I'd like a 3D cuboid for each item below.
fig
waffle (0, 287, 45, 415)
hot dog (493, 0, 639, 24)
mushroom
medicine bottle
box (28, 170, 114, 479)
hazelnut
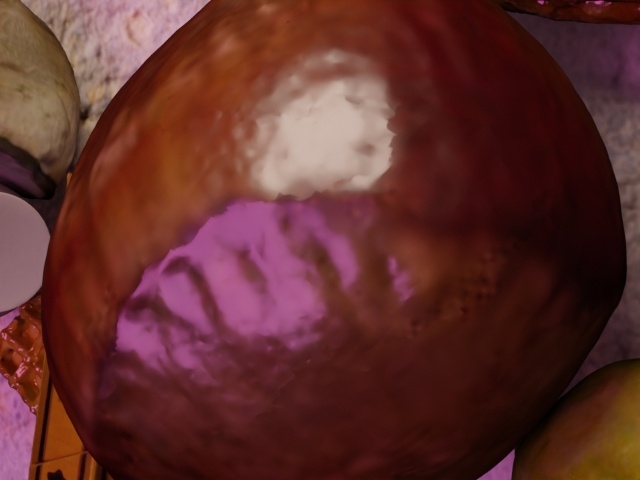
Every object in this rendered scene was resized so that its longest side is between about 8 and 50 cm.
[{"bbox_3d":[0.223,0.196,1.167,0.314,0.233,0.233,-19,83,48],"label":"fig"},{"bbox_3d":[-0.214,0.079,1.616,0.160,0.055,0.211,44,121,28],"label":"waffle"},{"bbox_3d":[0.174,-0.289,1.170,0.388,0.174,0.267,17,116,37],"label":"hot dog"},{"bbox_3d":[-0.310,-0.145,1.596,0.267,0.190,0.164,-5,61,67],"label":"mushroom"},{"bbox_3d":[-0.332,0.008,1.605,0.250,0.131,0.131,-177,82,-66],"label":"medicine bottle"},{"bbox_3d":[-0.136,0.089,1.462,0.084,0.193,0.301,22,109,38],"label":"box"},{"bbox_3d":[0.000,0.000,1.191,0.421,0.353,0.420,-36,46,49],"label":"hazelnut"}]
